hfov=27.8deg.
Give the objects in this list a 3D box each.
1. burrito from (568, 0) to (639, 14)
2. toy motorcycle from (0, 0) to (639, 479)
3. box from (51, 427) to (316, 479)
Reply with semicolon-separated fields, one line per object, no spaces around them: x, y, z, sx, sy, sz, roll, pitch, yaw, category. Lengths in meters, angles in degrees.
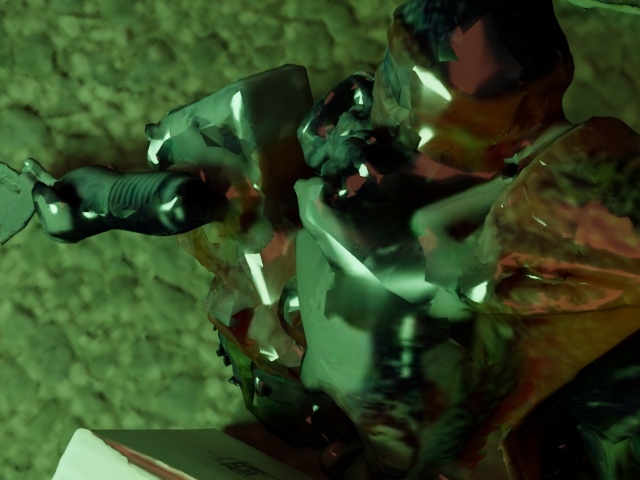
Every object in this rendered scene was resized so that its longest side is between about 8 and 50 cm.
0.183;-0.115;0.565;0.171;0.042;0.051;11;86;7;burrito
0.000;0.000;0.497;0.134;0.401;0.207;-28;114;-34;toy motorcycle
-0.075;0.205;0.476;0.111;0.194;0.260;24;85;11;box
